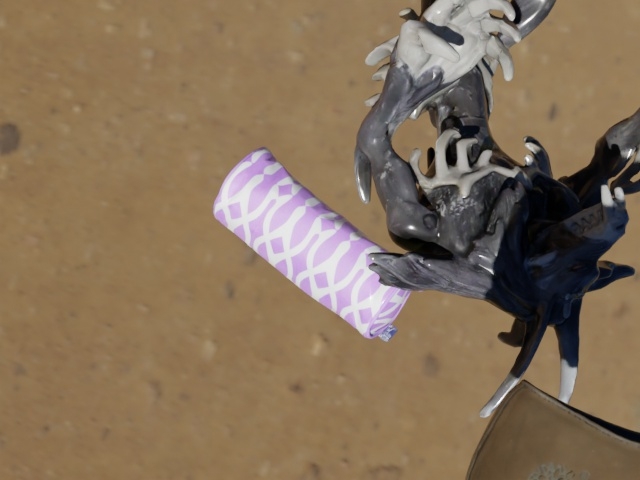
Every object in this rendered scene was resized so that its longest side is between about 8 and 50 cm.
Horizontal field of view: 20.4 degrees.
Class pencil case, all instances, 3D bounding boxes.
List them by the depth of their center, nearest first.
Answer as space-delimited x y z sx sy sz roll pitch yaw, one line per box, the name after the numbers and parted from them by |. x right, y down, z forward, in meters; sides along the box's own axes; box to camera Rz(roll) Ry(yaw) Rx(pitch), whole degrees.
0.000 0.000 1.617 0.088 0.206 0.086 -44 166 -35 | pencil case

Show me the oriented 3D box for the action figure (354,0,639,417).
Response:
0.084 -0.070 0.766 0.164 0.141 0.276 0 69 -35 | action figure

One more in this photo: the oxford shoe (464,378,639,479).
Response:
0.153 0.088 0.518 0.083 0.227 0.096 27 75 -79 | oxford shoe
